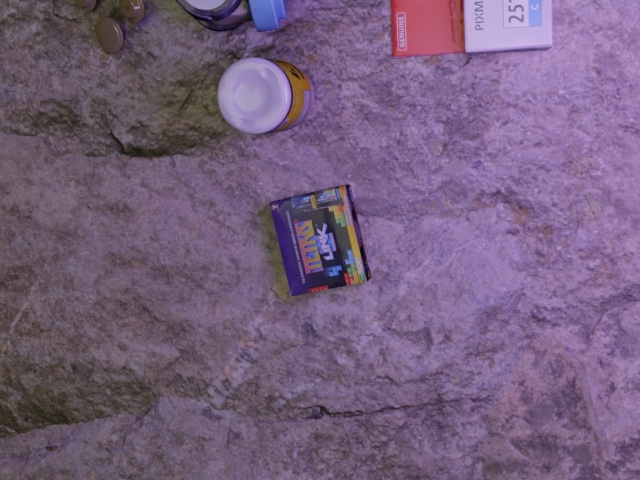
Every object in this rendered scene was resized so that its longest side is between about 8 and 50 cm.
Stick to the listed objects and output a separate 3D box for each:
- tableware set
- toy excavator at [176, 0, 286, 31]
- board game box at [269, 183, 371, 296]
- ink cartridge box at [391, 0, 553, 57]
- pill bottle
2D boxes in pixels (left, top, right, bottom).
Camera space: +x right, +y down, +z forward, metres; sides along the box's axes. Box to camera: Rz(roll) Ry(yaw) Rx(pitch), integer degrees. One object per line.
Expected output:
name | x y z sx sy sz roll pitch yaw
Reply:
tableware set | -0.374 -0.420 1.635 0.141 0.020 0.169 -31 95 39
toy excavator | -0.024 -0.565 1.484 0.445 0.222 0.433 -8 96 0
board game box | 0.000 0.000 1.615 0.141 0.048 0.170 -13 95 13
ink cartridge box | 0.234 -0.447 1.488 0.261 0.066 0.296 -2 97 12
pill bottle | -0.081 -0.235 1.517 0.119 0.208 0.119 2 99 13
